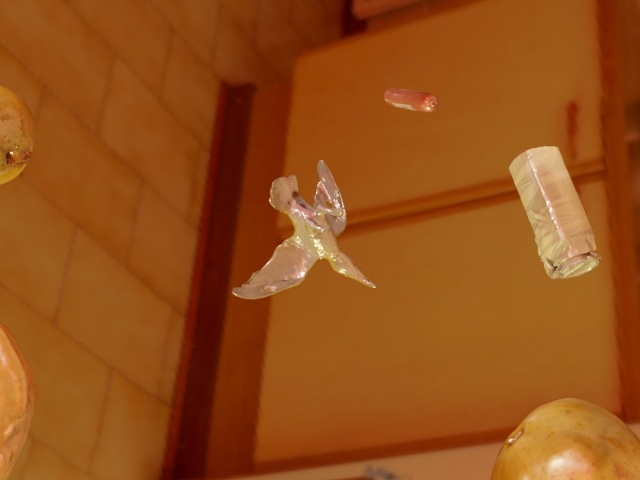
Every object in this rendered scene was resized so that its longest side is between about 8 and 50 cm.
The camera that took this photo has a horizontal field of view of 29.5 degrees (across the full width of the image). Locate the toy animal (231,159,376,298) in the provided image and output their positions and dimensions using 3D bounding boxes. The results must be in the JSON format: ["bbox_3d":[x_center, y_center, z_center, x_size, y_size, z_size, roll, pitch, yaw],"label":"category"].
[{"bbox_3d":[0.000,0.000,1.412,0.219,0.155,0.095,-49,160,-28],"label":"toy animal"}]

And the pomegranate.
[{"bbox_3d":[0.322,0.320,1.550,0.233,0.233,0.233,38,45,-53],"label":"pomegranate"}]

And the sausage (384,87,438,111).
[{"bbox_3d":[0.138,-0.217,1.873,0.223,0.029,0.029,-146,-145,-73],"label":"sausage"}]

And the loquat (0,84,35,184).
[{"bbox_3d":[-0.483,-0.152,1.744,0.137,0.163,0.163,-31,107,-46],"label":"loquat"}]

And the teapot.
[{"bbox_3d":[0.354,-0.035,1.877,0.077,0.107,0.200,-6,66,-28],"label":"teapot"}]

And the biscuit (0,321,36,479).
[{"bbox_3d":[-0.488,0.171,1.206,0.062,0.385,0.365,57,54,-83],"label":"biscuit"}]
